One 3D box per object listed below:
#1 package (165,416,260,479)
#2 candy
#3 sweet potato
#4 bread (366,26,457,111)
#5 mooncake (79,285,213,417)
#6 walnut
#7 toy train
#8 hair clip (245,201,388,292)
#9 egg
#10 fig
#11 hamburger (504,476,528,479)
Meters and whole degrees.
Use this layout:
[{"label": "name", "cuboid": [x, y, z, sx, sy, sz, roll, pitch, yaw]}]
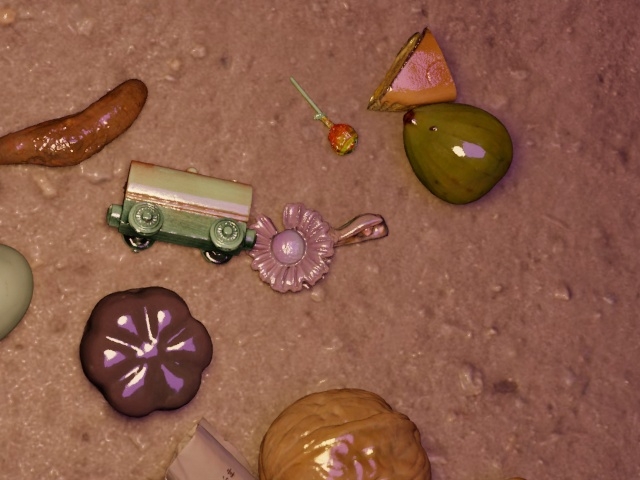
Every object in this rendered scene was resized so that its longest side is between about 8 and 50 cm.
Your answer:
[{"label": "package", "cuboid": [-0.186, 0.446, 1.848, 0.062, 0.251, 0.204, -40, 95, 19]}, {"label": "candy", "cuboid": [0.003, -0.259, 2.107, 0.060, 0.060, 0.201, -39, 84, -18]}, {"label": "sweet potato", "cuboid": [-0.461, -0.198, 1.938, 0.341, 0.092, 0.114, -29, 64, -19]}, {"label": "bread", "cuboid": [0.176, -0.350, 2.124, 0.169, 0.140, 0.160, -7, 88, -16]}, {"label": "mooncake", "cuboid": [-0.320, 0.201, 1.889, 0.245, 0.133, 0.245, 1, 87, -18]}, {"label": "walnut", "cuboid": [0.046, 0.408, 1.886, 0.313, 0.277, 0.252, -17, 119, -28]}, {"label": "toy train", "cuboid": [-0.256, -0.060, 1.963, 0.285, 0.116, 0.177, 11, 66, -12]}, {"label": "hair clip", "cuboid": [0.003, -0.003, 2.043, 0.300, 0.069, 0.173, -17, 79, -18]}, {"label": "egg", "cuboid": [-0.605, 0.106, 1.798, 0.168, 0.168, 0.231, 45, 75, -5]}, {"label": "fig", "cuboid": [0.263, -0.187, 2.080, 0.225, 0.203, 0.203, 30, 73, -24]}, {"label": "hamburger", "cuboid": [0.394, 0.557, 1.975, 0.147, 0.237, 0.237, -38, 92, -6]}]
